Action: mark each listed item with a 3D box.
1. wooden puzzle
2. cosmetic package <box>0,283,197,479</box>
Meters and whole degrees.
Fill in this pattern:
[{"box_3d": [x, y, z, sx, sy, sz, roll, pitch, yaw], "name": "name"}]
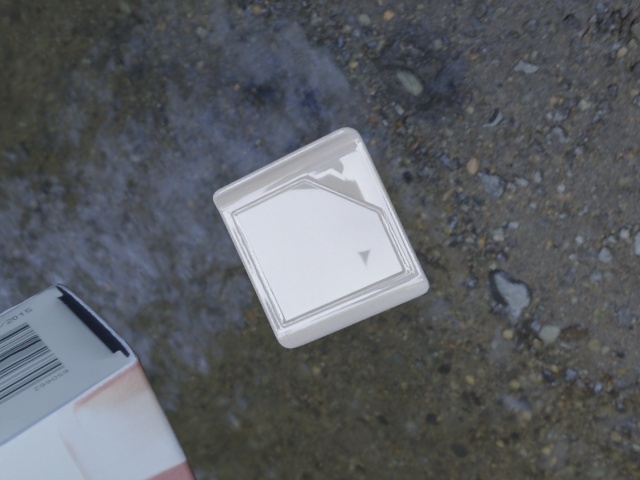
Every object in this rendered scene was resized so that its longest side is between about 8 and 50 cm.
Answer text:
[{"box_3d": [0.000, 0.000, 1.087, 0.221, 0.044, 0.239, -25, 94, 18], "name": "wooden puzzle"}, {"box_3d": [-0.147, 0.197, 0.555, 0.153, 0.129, 0.296, 25, 139, 50], "name": "cosmetic package"}]
